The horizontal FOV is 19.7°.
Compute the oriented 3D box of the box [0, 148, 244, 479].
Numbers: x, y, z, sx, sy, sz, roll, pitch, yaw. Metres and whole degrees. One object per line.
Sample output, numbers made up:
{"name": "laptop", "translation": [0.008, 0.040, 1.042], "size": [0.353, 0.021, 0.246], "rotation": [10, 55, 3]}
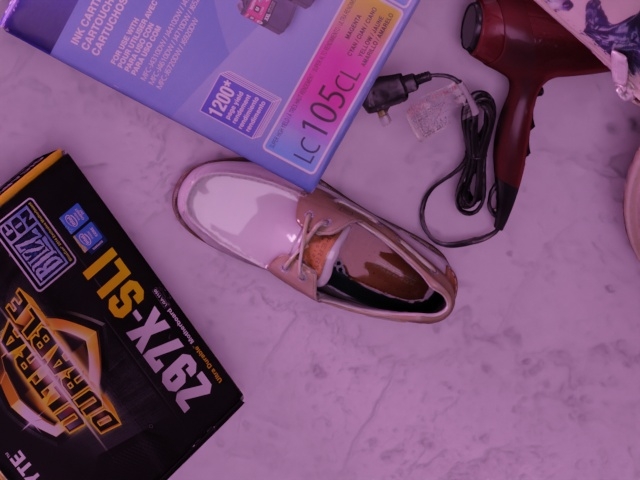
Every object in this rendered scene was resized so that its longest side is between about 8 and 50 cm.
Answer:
{"name": "box", "translation": [-0.258, 0.114, 1.781], "size": [0.257, 0.079, 0.322], "rotation": [-43, 107, -32]}

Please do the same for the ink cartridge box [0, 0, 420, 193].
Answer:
{"name": "ink cartridge box", "translation": [-0.121, -0.258, 1.742], "size": [0.395, 0.151, 0.270], "rotation": [27, 98, -11]}

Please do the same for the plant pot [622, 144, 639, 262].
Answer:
{"name": "plant pot", "translation": [0.486, 0.028, 1.744], "size": [0.333, 0.305, 0.334], "rotation": [-4, 127, -5]}

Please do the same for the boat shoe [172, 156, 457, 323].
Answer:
{"name": "boat shoe", "translation": [0.000, 0.000, 1.836], "size": [0.302, 0.103, 0.113], "rotation": [19, 99, -11]}

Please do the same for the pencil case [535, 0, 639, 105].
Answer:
{"name": "pencil case", "translation": [0.210, -0.288, 1.672], "size": [0.410, 0.160, 0.183], "rotation": [36, 72, -12]}

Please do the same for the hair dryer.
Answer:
{"name": "hair dryer", "translation": [0.196, -0.145, 1.859], "size": [0.293, 0.080, 0.224], "rotation": [-29, 121, 5]}
